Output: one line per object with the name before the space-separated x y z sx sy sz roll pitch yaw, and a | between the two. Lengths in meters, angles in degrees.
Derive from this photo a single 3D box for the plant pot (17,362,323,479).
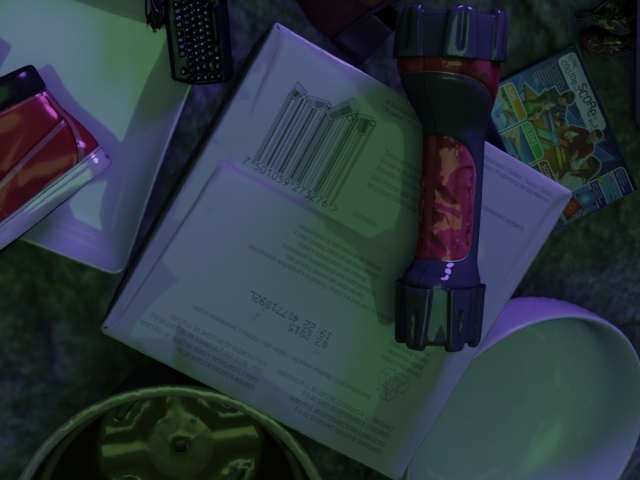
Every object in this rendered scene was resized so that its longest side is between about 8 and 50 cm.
plant pot | -0.162 0.282 1.237 0.333 0.305 0.334 -1 99 -5

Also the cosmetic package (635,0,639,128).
cosmetic package | 0.452 -0.240 1.227 0.160 0.113 0.309 -22 138 -2

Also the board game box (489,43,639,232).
board game box | 0.294 -0.124 1.352 0.136 0.035 0.201 -26 101 -1

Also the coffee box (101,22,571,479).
coffee box | 0.000 0.000 1.190 0.337 0.334 0.338 29 92 -9

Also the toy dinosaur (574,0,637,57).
toy dinosaur | 0.446 -0.350 1.295 0.322 0.164 0.218 -40 123 -13

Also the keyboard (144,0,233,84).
keyboard | -0.156 -0.273 1.237 0.100 0.038 0.192 -7 99 -5

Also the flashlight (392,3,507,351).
flashlight | 0.109 -0.055 0.975 0.103 0.103 0.304 3 95 -9

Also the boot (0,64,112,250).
boot | -0.384 -0.079 1.221 0.244 0.088 0.176 -41 101 -6

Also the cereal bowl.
cereal bowl | 0.220 0.216 1.323 0.338 0.141 0.339 -9 114 -22

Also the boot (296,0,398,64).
boot | 0.026 -0.384 1.239 0.280 0.096 0.264 42 123 -7

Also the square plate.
square plate | -0.338 -0.175 1.276 0.347 0.049 0.344 21 96 -8
